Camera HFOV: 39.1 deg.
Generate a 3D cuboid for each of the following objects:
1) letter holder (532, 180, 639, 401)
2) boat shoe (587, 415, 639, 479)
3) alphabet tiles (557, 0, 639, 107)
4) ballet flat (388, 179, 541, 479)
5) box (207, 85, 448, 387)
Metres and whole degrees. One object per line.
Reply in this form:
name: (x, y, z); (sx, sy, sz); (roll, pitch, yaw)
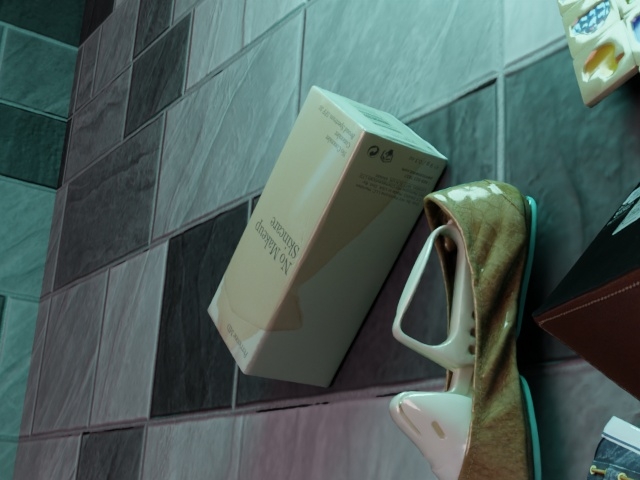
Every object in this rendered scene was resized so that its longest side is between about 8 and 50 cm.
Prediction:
letter holder: (0.276, 0.038, 0.494); (0.152, 0.214, 0.302); (-50, -8, -7)
boat shoe: (0.243, 0.186, 0.617); (0.083, 0.065, 0.183); (-63, 13, -3)
alphabet tiles: (0.309, -0.275, 0.749); (0.285, 0.011, 0.342); (-40, 39, 41)
ballet flat: (0.124, 0.105, 0.794); (0.116, 0.124, 0.342); (126, 149, -72)
box: (0.000, 0.000, 1.038); (0.311, 0.121, 0.148); (-64, 35, 16)
